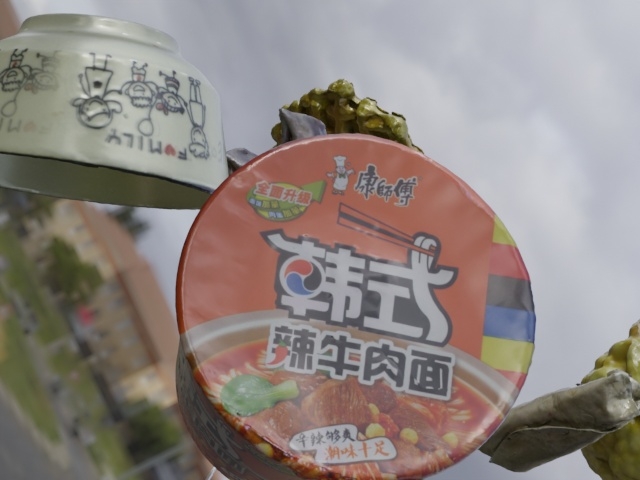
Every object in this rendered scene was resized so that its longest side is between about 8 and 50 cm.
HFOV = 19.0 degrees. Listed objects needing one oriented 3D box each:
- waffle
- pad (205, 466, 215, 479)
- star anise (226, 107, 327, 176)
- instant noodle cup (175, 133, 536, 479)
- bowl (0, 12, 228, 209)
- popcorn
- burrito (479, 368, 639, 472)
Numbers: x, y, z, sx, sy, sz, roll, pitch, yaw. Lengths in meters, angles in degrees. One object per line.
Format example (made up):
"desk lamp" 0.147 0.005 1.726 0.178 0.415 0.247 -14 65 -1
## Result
"waffle" 0.048 -0.086 2.525 0.291 0.051 0.291 27 -41 26
"pad" -0.090 0.199 1.733 0.004 0.156 0.232 32 31 2
"star anise" 0.000 0.001 1.769 0.223 0.109 0.236 25 -67 23
"instant noodle cup" 0.007 0.076 1.362 0.250 0.250 0.192 62 -20 13
"bowl" -0.180 -0.101 1.496 0.238 0.237 0.126 141 -44 -80
"popcorn" 0.422 0.206 2.251 0.225 0.249 0.249 35 -27 40
"burrito" 0.269 0.206 2.170 0.087 0.060 0.226 45 -48 -18
